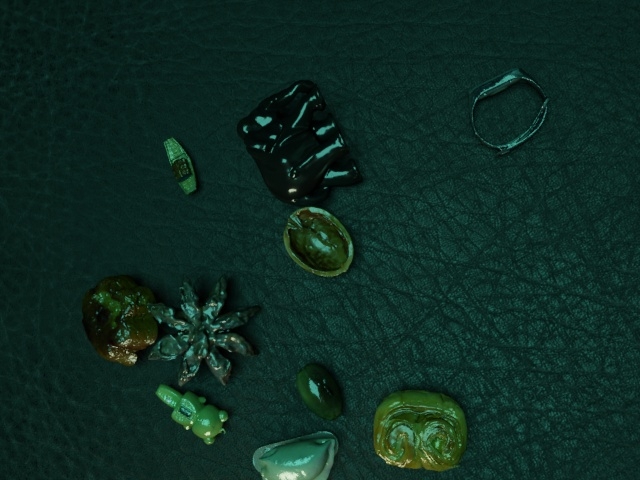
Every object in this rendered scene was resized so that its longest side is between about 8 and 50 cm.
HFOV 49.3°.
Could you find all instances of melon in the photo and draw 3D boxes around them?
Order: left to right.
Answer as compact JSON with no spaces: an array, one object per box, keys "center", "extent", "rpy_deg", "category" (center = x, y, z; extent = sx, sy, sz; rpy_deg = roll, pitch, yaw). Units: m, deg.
[{"center":[0.000,0.402,1.844],"extent":[0.099,0.099,0.162],"rpy_deg":[-34,86,8],"category":"melon"}]

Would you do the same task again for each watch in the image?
[{"center":[0.490,-0.335,1.805],"extent":[0.206,0.068,0.192],"rpy_deg":[-24,84,13],"category":"watch"}]

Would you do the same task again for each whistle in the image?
[{"center":[-0.357,0.471,1.926],"extent":[0.228,0.085,0.105],"rpy_deg":[30,92,12],"category":"whistle"}]

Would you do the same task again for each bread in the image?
[{"center":[-0.560,0.209,1.951],"extent":[0.232,0.135,0.246],"rpy_deg":[-44,63,20],"category":"bread"},{"center":[0.253,0.479,1.770],"extent":[0.236,0.120,0.198],"rpy_deg":[2,88,12],"category":"bread"}]

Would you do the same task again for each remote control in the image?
[{"center":[-0.067,0.572,1.885],"extent":[0.245,0.022,0.077],"rpy_deg":[-17,85,12],"category":"remote control"}]

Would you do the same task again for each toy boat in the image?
[{"center":[-0.398,-0.212,1.994],"extent":[0.065,0.066,0.172],"rpy_deg":[-26,80,13],"category":"toy boat"}]

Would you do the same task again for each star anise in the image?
[{"center":[-0.314,0.245,1.889],"extent":[0.332,0.117,0.331],"rpy_deg":[0,91,-10],"category":"star anise"}]

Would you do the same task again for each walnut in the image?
[{"center":[0.002,0.001,1.876],"extent":[0.211,0.087,0.167],"rpy_deg":[45,107,4],"category":"walnut"}]

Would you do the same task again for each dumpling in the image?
[{"center":[-0.050,0.587,1.830],"extent":[0.217,0.149,0.104],"rpy_deg":[-22,44,4],"category":"dumpling"}]

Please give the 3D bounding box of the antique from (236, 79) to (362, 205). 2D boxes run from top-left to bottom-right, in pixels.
[{"center":[-0.065,-0.250,1.863],"extent":[0.255,0.185,0.322],"rpy_deg":[-24,85,9],"category":"antique"}]
